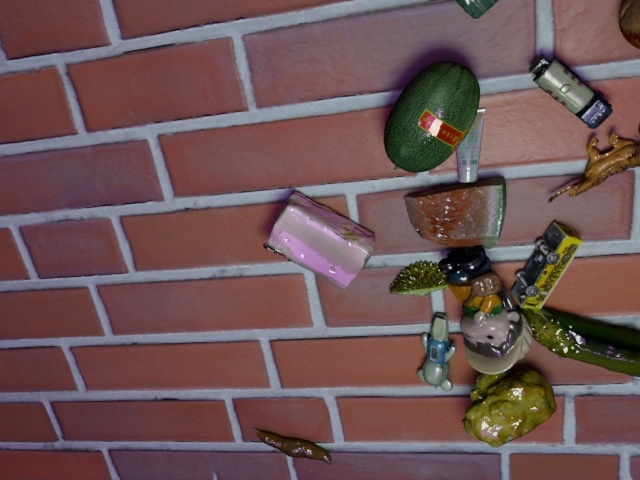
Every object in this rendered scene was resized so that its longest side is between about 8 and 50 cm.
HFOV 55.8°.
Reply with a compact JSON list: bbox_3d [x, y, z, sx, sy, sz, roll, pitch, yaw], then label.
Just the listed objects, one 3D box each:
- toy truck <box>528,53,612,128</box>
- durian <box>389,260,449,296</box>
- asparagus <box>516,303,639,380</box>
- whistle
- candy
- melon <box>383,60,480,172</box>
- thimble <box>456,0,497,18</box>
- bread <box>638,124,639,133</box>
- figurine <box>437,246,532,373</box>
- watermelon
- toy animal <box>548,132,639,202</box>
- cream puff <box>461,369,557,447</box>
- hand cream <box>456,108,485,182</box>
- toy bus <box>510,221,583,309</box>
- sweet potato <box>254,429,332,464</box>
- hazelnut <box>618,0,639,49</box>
[{"bbox_3d":[0.554,-0.333,1.339,0.202,0.088,0.074,37,116,-7],"label":"toy truck"},{"bbox_3d":[0.283,0.110,1.634,0.215,0.086,0.100,-9,147,20],"label":"durian"},{"bbox_3d":[0.700,0.264,1.579,0.382,0.128,0.108,15,159,7],"label":"asparagus"},{"bbox_3d":[0.333,0.314,1.711,0.114,0.077,0.235,17,115,36],"label":"whistle"},{"bbox_3d":[0.000,0.000,1.603,0.265,0.116,0.155,29,117,-2],"label":"candy"},{"bbox_3d":[0.246,-0.270,1.382,0.182,0.182,0.287,31,116,-4],"label":"melon"},{"bbox_3d":[0.316,-0.542,1.271,0.135,0.118,0.090,45,115,-11],"label":"thimble"},{"bbox_3d":[0.904,-0.149,1.309,0.417,0.165,0.113,31,116,-3],"label":"bread"},{"bbox_3d":[0.433,0.172,1.565,0.185,0.204,0.332,-6,100,48],"label":"figurine"},{"bbox_3d":[0.330,-0.061,1.516,0.257,0.140,0.192,4,108,19],"label":"watermelon"},{"bbox_3d":[0.648,-0.162,1.409,0.255,0.114,0.116,-26,150,27],"label":"toy animal"},{"bbox_3d":[0.491,0.434,1.641,0.282,0.282,0.185,-33,78,24],"label":"cream puff"},{"bbox_3d":[0.358,-0.229,1.461,0.076,0.047,0.174,0,107,13],"label":"hand cream"},{"bbox_3d":[0.566,0.066,1.532,0.074,0.081,0.226,12,117,-18],"label":"toy bus"},{"bbox_3d":[-0.091,0.676,1.981,0.274,0.067,0.067,17,118,4],"label":"sweet potato"},{"bbox_3d":[0.689,-0.464,1.227,0.143,0.143,0.154,11,101,7],"label":"hazelnut"}]
